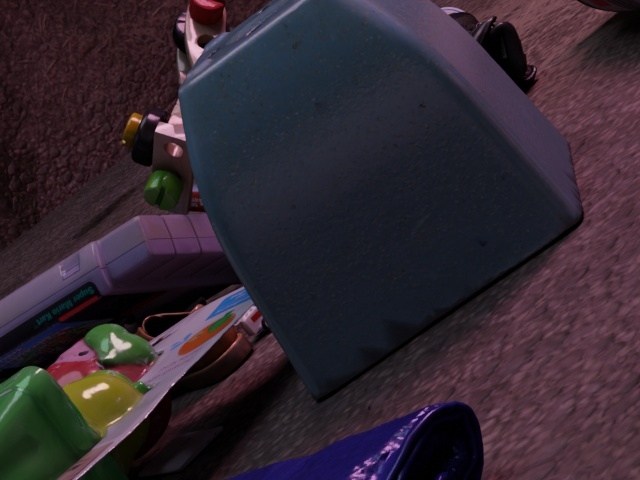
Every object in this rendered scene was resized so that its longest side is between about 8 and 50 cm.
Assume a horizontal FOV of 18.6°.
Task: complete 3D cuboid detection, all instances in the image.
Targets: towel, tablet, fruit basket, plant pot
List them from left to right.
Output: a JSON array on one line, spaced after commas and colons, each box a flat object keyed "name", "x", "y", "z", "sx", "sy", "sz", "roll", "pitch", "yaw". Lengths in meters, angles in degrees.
[{"name": "fruit basket", "x": -0.222, "y": 0.154, "z": 1.568, "sx": 0.327, "sy": 0.165, "sz": 0.353, "roll": -29, "pitch": 17, "yaw": 39}, {"name": "tablet", "x": -0.115, "y": 0.172, "z": 1.593, "sx": 0.054, "sy": 0.006, "sz": 0.083, "roll": -44, "pitch": 13, "yaw": -28}, {"name": "towel", "x": -0.055, "y": 0.206, "z": 1.125, "sx": 0.227, "sy": 0.076, "sz": 0.308, "roll": -38, "pitch": 8, "yaw": -40}, {"name": "plant pot", "x": 0.027, "y": -0.078, "z": 1.520, "sx": 0.248, "sy": 0.252, "sz": 0.247, "roll": -35, "pitch": 11, "yaw": 13}]

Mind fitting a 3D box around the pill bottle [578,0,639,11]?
[{"name": "pill bottle", "x": 0.289, "y": -0.291, "z": 1.786, "sx": 0.162, "sy": 0.162, "sz": 0.278, "roll": -39, "pitch": 11, "yaw": -6}]

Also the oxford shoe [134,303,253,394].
[{"name": "oxford shoe", "x": -0.149, "y": 0.105, "z": 1.797, "sx": 0.212, "sy": 0.076, "sz": 0.076, "roll": -29, "pitch": 16, "yaw": 46}]

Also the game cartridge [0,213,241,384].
[{"name": "game cartridge", "x": -0.224, "y": 0.070, "z": 1.961, "sx": 0.355, "sy": 0.068, "sz": 0.230, "roll": -31, "pitch": -12, "yaw": 34}]

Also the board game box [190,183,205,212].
[{"name": "board game box", "x": -0.078, "y": -0.062, "z": 2.231, "sx": 0.145, "sy": 0.027, "sz": 0.281, "roll": -17, "pitch": 6, "yaw": -14}]

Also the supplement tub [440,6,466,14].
[{"name": "supplement tub", "x": 0.137, "y": -0.215, "z": 2.197, "sx": 0.071, "sy": 0.071, "sz": 0.107, "roll": -32, "pitch": 13, "yaw": 26}]

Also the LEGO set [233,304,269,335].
[{"name": "LEGO set", "x": 0.000, "y": 0.000, "z": 1.805, "sx": 0.182, "sy": 0.060, "sz": 0.244, "roll": -39, "pitch": 11, "yaw": 16}]

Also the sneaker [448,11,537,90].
[{"name": "sneaker", "x": 0.162, "y": -0.182, "z": 1.958, "sx": 0.130, "sy": 0.087, "sz": 0.227, "roll": -30, "pitch": 16, "yaw": 26}]

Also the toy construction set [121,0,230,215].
[{"name": "toy construction set", "x": -0.048, "y": -0.120, "z": 1.898, "sx": 0.309, "sy": 0.257, "sz": 0.237, "roll": -35, "pitch": 20, "yaw": 49}]

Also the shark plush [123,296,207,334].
[{"name": "shark plush", "x": -0.176, "y": 0.103, "z": 1.904, "sx": 0.161, "sy": 0.067, "sz": 0.073, "roll": -28, "pitch": 14, "yaw": 40}]
